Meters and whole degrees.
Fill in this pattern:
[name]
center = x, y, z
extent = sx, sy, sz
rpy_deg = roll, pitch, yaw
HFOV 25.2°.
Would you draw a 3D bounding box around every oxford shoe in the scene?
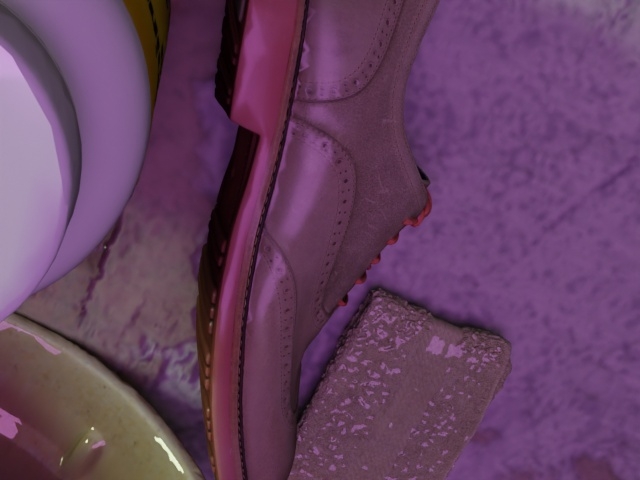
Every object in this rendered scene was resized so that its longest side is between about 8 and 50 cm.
[oxford shoe]
center = 0.000, 0.000, 0.810
extent = 0.130, 0.123, 0.348
rpy_deg = 4, 112, -11

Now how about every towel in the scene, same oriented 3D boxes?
[towel]
center = 0.045, 0.107, 0.901
extent = 0.110, 0.027, 0.148
rpy_deg = 22, 110, -10

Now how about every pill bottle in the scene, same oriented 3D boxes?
[pill bottle]
center = -0.167, -0.080, 0.652
extent = 0.188, 0.334, 0.188
rpy_deg = -1, 111, -3

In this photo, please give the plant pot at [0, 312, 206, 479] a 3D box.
[plant pot]
center = -0.261, 0.242, 0.804
extent = 0.334, 0.334, 0.305
rpy_deg = 25, 119, -12
